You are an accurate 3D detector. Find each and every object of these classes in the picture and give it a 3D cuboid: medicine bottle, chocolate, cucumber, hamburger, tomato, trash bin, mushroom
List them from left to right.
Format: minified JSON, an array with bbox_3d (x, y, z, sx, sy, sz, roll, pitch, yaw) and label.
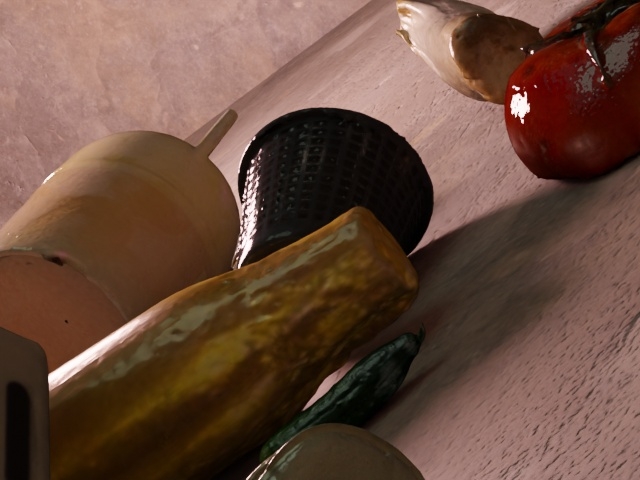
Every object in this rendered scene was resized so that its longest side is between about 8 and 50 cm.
[{"bbox_3d":[-0.221,0.012,2.025,0.235,0.236,0.406,-34,12,34],"label":"medicine bottle"},{"bbox_3d":[-0.113,0.134,1.415,0.445,0.162,0.162,-34,12,17],"label":"chocolate"},{"bbox_3d":[-0.003,0.155,1.048,0.121,0.084,0.054,-41,8,-14],"label":"hamburger"},{"bbox_3d":[0.000,0.000,1.509,0.175,0.175,0.161,-35,21,29],"label":"trash bin"},{"bbox_3d":[0.020,0.115,1.268,0.155,0.037,0.037,-41,10,8],"label":"cucumber"},{"bbox_3d":[0.158,-0.205,1.892,0.095,0.122,0.351,-54,15,3],"label":"mushroom"},{"bbox_3d":[0.233,-0.145,1.429,0.228,0.101,0.228,-36,10,7],"label":"tomato"}]

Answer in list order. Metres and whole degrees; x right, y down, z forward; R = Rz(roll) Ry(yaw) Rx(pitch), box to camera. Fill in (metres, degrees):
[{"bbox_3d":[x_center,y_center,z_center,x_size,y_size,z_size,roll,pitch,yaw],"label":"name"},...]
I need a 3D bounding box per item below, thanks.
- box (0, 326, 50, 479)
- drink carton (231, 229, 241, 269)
[{"bbox_3d":[-0.332,0.281,1.302,0.373,0.090,0.367,-36,41,29],"label":"box"},{"bbox_3d":[-0.033,0.006,1.813,0.200,0.084,0.075,-30,38,43],"label":"drink carton"}]
